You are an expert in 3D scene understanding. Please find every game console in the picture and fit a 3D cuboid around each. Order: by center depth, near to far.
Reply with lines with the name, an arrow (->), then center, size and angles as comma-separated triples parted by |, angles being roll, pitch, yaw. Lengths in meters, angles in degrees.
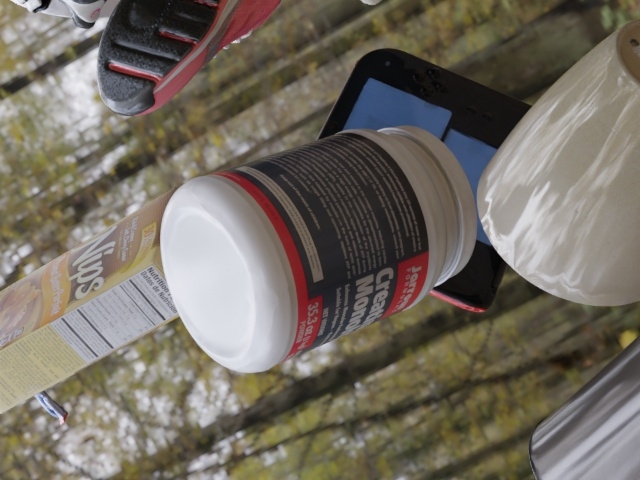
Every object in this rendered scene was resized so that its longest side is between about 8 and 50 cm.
game console -> 0.160, -0.106, 1.922 | 0.060, 0.341, 0.387 | 97, -164, -60

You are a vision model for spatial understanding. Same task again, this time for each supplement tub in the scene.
supplement tub -> 0.000, 0.000, 1.221 | 0.191, 0.272, 0.191 | 29, 129, 44

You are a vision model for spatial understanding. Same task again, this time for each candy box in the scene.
candy box -> -0.292, 0.075, 1.586 | 0.087, 0.316, 0.183 | 51, -158, -24

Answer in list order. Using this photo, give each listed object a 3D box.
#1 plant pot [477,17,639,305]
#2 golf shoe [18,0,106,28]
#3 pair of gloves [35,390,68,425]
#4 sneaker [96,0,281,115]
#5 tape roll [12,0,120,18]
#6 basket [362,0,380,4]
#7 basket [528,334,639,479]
plant pot -> 0.337, -0.109, 1.402 | 0.274, 0.256, 0.257 | 107, 146, -51
golf shoe -> -0.253, -0.236, 1.048 | 0.186, 0.086, 0.067 | 25, -157, 29
pair of gloves -> -0.431, 0.209, 1.832 | 0.159, 0.023, 0.198 | 45, 167, -6
sneaker -> -0.099, -0.237, 1.274 | 0.116, 0.314, 0.136 | 27, 166, 32
tape roll -> -0.318, -0.426, 1.691 | 0.246, 0.246, 0.169 | -106, 18, -53
basket -> 0.057, -0.569, 1.821 | 0.331, 0.328, 0.267 | 22, -132, -39
basket -> 0.321, 0.162, 1.122 | 0.204, 0.227, 0.154 | 30, -136, 9
